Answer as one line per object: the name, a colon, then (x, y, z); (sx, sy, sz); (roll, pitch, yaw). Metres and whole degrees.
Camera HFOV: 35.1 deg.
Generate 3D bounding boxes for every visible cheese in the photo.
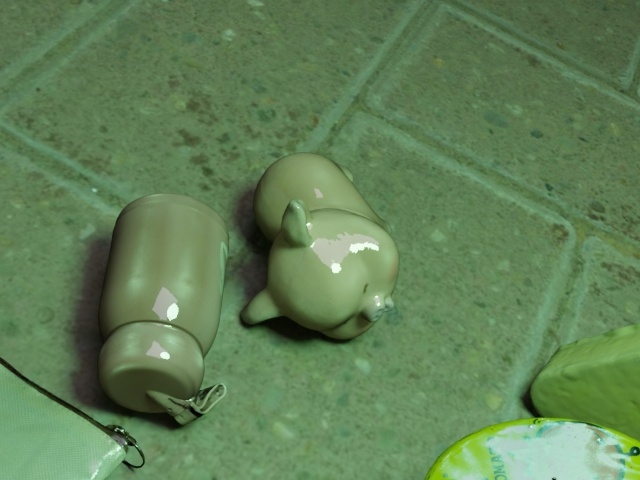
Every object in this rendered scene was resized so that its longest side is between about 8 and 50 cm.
cheese: (0.535, 0.237, 1.467); (0.384, 0.384, 0.104); (38, 42, 14)

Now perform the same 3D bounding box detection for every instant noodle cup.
instant noodle cup: (0.280, 0.411, 1.216); (0.325, 0.254, 0.326); (-4, 31, 2)

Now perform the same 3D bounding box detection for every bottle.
bottle: (-0.210, 0.099, 1.423); (0.206, 0.173, 0.297); (40, 35, -34)

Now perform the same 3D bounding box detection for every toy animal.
toy animal: (0.000, 0.000, 1.570); (0.269, 0.237, 0.326); (-14, 51, -42)

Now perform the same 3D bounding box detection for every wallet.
wallet: (-0.422, 0.257, 1.264); (0.335, 0.068, 0.275); (29, 41, 14)
